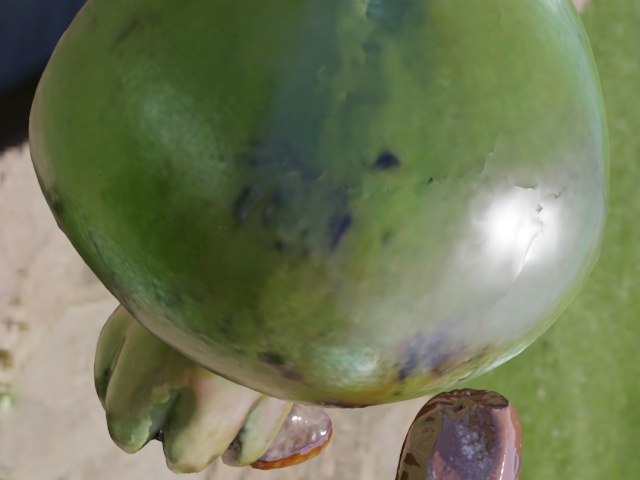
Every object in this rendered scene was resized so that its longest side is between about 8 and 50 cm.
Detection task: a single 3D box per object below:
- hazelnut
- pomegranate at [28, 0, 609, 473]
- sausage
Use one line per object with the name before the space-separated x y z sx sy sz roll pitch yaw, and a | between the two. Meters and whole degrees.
hazelnut | -0.033 0.097 1.083 0.086 0.086 0.086 4 90 -65
pomegranate | -0.003 -0.006 0.640 0.241 0.159 0.190 -45 155 7
sausage | 0.030 0.110 0.467 0.030 0.035 0.147 -54 149 -87
